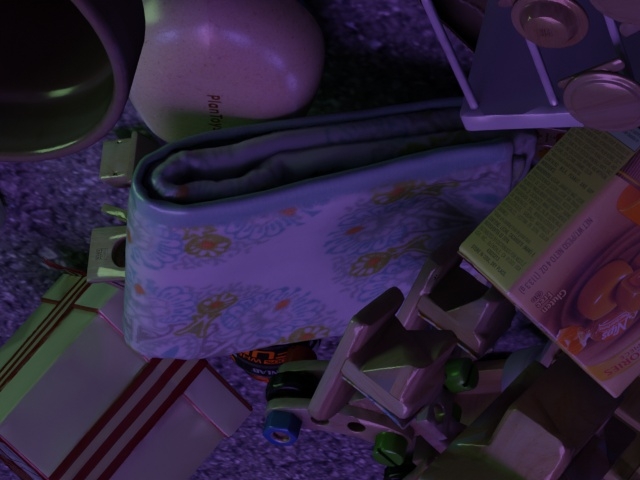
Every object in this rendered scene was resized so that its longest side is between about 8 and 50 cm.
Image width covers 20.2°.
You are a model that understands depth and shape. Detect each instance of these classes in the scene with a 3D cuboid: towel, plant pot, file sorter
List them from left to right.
[{"bbox_3d":[-0.263,-0.264,1.364,0.323,0.280,0.323,11,151,6],"label":"plant pot"},{"bbox_3d":[0.000,0.000,1.711,0.374,0.090,0.320,-9,150,-12],"label":"towel"},{"bbox_3d":[0.229,-0.212,1.320,0.277,0.193,0.173,-1,145,26],"label":"file sorter"}]

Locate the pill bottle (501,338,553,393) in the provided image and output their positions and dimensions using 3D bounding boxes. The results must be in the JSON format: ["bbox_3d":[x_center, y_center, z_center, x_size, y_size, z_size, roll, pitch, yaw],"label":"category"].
[{"bbox_3d":[0.324,0.150,1.955,0.245,0.136,0.136,-13,140,40],"label":"pill bottle"}]

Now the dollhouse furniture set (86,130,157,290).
[{"bbox_3d":[-0.146,-0.012,1.906,0.101,0.161,0.182,-4,162,29],"label":"dollhouse furniture set"}]

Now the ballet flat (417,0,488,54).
[{"bbox_3d":[0.142,-0.185,1.539,0.084,0.058,0.250,-13,140,39],"label":"ballet flat"}]

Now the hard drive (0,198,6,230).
[{"bbox_3d":[-0.495,-0.127,1.949,0.233,0.047,0.353,9,151,12],"label":"hard drive"}]

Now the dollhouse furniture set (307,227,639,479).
[{"bbox_3d":[0.224,0.184,1.685,0.362,0.394,0.256,37,131,15],"label":"dollhouse furniture set"}]

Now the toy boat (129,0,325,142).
[{"bbox_3d":[-0.152,-0.192,1.605,0.318,0.148,0.267,8,156,-2],"label":"toy boat"}]

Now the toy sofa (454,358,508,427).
[{"bbox_3d":[0.174,0.333,2.110,0.150,0.362,0.177,-10,141,36],"label":"toy sofa"}]

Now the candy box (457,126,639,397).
[{"bbox_3d":[0.286,-0.043,1.482,0.183,0.316,0.087,42,-178,-39],"label":"candy box"}]

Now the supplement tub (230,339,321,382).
[{"bbox_3d":[-0.057,0.080,2.031,0.117,0.117,0.190,10,151,9],"label":"supplement tub"}]

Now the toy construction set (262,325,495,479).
[{"bbox_3d":[0.116,0.176,1.968,0.237,0.309,0.257,-26,104,37],"label":"toy construction set"}]

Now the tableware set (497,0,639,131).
[{"bbox_3d":[0.210,-0.137,1.251,0.141,0.020,0.168,-14,134,39],"label":"tableware set"}]

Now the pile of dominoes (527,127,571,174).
[{"bbox_3d":[0.205,-0.033,1.793,0.196,0.040,0.251,-5,145,32],"label":"pile of dominoes"}]

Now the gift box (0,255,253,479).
[{"bbox_3d":[-0.260,0.171,2.094,0.276,0.258,0.255,49,161,-24],"label":"gift box"}]
